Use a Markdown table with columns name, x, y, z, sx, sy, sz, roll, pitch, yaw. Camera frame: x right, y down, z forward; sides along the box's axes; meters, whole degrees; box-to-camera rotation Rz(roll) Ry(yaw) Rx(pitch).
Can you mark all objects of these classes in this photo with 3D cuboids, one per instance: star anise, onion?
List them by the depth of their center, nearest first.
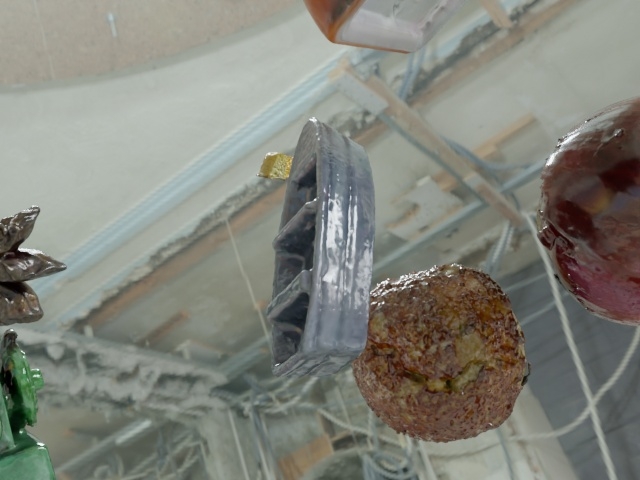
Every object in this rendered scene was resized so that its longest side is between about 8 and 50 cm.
| name | x | y | z | sx | sy | sz | roll | pitch | yaw |
| --- | --- | --- | --- | --- | --- | --- | --- | --- | --- |
| onion | 0.378 | -0.031 | 0.967 | 0.276 | 0.276 | 0.276 | -15 | -31 | -9 |
| star anise | -0.521 | 0.036 | 1.280 | 0.236 | 0.109 | 0.223 | 23 | -69 | 3 |

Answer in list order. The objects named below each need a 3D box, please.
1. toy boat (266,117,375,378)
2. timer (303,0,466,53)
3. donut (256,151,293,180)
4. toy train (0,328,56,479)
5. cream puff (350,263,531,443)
| name | x | y | z | sx | sy | sz | roll | pitch | yaw |
| --- | --- | --- | --- | --- | --- | --- | --- | --- | --- |
| toy boat | 0.000 | 0.000 | 0.845 | 0.078 | 0.282 | 0.127 | 13 | -29 | -17 |
| timer | 0.097 | -0.284 | 0.683 | 0.257 | 0.161 | 0.250 | -46 | 6 | 22 |
| donut | -0.046 | -0.098 | 1.119 | 0.083 | 0.037 | 0.067 | 6 | 3 | -23 |
| toy train | -0.334 | 0.190 | 0.774 | 0.145 | 0.201 | 0.266 | -14 | 6 | -32 |
| cream puff | 0.144 | 0.142 | 1.054 | 0.240 | 0.240 | 0.164 | -33 | -25 | 19 |
